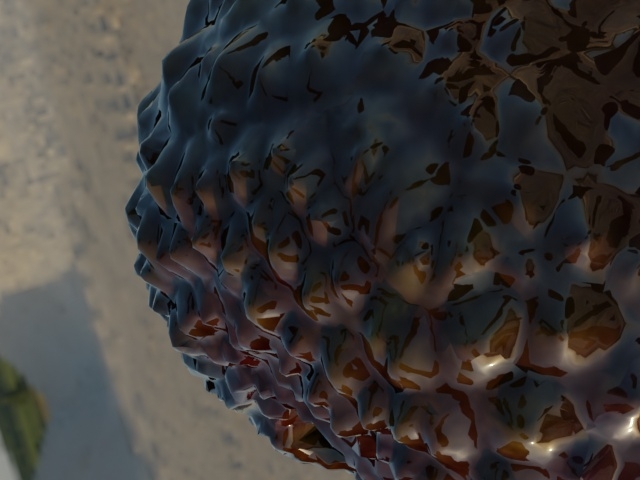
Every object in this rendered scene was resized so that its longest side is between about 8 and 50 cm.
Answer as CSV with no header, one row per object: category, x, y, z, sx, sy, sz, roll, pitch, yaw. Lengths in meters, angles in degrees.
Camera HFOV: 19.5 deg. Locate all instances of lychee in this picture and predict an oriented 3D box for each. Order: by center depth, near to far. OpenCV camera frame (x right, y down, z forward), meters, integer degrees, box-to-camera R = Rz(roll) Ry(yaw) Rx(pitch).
lychee,0.088,-0.019,0.567,0.271,0.271,0.271,163,90,-79
